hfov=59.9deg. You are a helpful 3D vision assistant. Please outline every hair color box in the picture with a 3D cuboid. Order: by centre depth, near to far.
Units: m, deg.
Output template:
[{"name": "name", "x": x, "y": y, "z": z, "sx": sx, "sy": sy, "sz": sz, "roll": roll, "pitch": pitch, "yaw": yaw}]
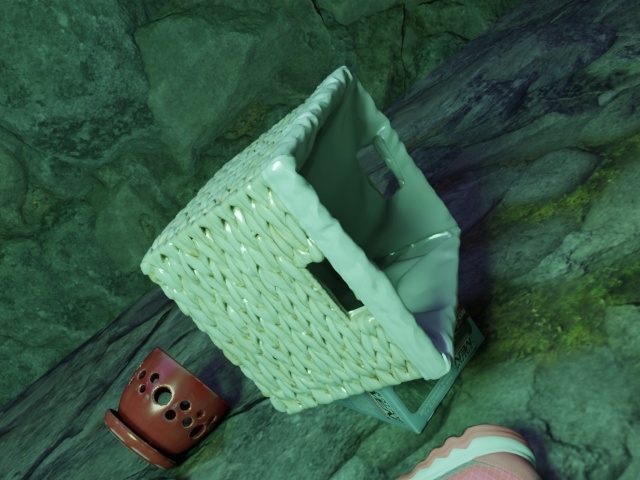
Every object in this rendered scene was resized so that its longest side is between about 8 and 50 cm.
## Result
[{"name": "hair color box", "x": 0.060, "y": 0.172, "z": 0.929, "sx": 0.185, "sy": 0.113, "sz": 0.375, "roll": -46, "pitch": 22, "yaw": -26}]

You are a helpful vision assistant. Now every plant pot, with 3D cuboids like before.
[{"name": "plant pot", "x": -0.301, "y": 0.330, "z": 1.077, "sx": 0.174, "sy": 0.191, "sz": 0.191, "roll": -52, "pitch": 24, "yaw": -21}]

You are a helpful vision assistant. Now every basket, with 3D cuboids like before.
[{"name": "basket", "x": 0.000, "y": 0.000, "z": 0.769, "sx": 0.267, "sy": 0.328, "sz": 0.331, "roll": -27, "pitch": 22, "yaw": 31}]

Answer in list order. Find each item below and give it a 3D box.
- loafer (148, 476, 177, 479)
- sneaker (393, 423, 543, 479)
[{"name": "loafer", "x": -0.305, "y": 0.480, "z": 0.897, "sx": 0.078, "sy": 0.076, "sz": 0.223, "roll": -35, "pitch": 14, "yaw": 33}, {"name": "sneaker", "x": 0.091, "y": 0.310, "z": 0.558, "sx": 0.314, "sy": 0.116, "sz": 0.136, "roll": -34, "pitch": 21, "yaw": 6}]
